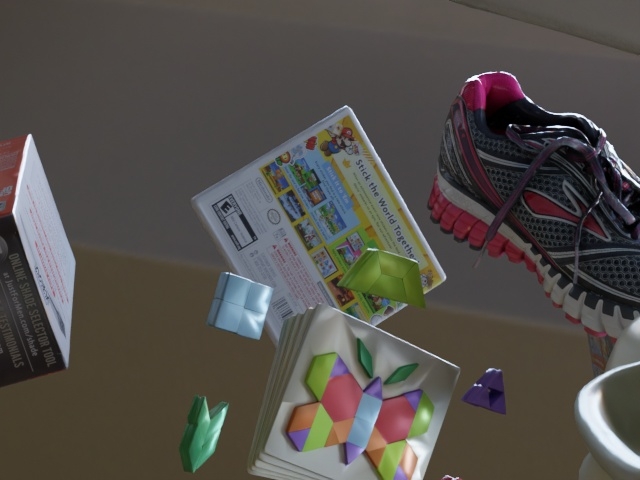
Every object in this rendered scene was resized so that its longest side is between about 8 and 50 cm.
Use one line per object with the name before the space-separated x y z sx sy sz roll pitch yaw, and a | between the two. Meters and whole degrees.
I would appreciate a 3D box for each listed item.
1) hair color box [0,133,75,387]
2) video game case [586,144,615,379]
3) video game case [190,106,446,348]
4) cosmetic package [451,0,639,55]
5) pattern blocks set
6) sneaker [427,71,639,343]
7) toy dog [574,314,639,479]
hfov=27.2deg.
hair color box | -0.179 0.007 0.753 0.053 0.093 0.167 -17 -160 -5
video game case | 0.259 0.060 1.188 0.025 0.285 0.204 -9 -179 3
video game case | 0.000 0.000 1.458 0.206 0.227 0.026 -32 -172 -12
cosmetic package | 0.254 -0.136 0.507 0.453 0.162 0.230 1 -161 -37
pattern blocks set | 0.033 0.149 1.138 0.324 0.285 0.026 8 178 -32
sneaker | 0.188 -0.019 0.916 0.121 0.112 0.299 -19 -143 -38
toy dog | 0.271 0.228 0.637 0.284 0.408 0.395 -20 -175 -18
